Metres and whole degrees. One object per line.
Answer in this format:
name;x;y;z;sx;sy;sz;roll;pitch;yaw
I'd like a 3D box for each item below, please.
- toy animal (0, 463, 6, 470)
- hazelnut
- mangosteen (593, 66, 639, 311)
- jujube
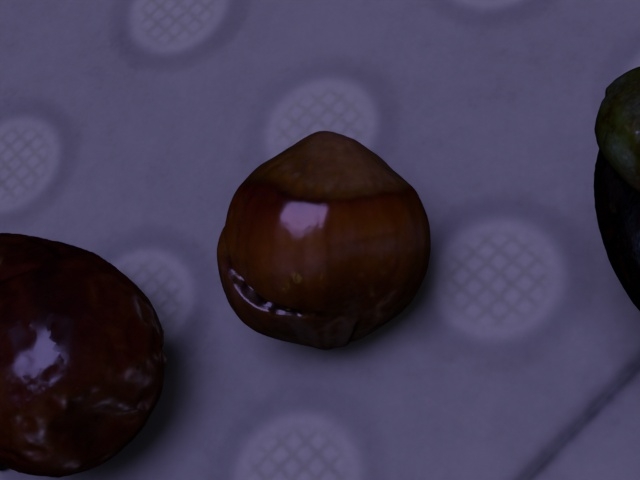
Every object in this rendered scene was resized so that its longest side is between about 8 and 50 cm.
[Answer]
toy animal;-0.350;0.268;1.059;0.146;0.114;0.245;-14;39;5
hazelnut;0.000;0.000;1.033;0.182;0.182;0.182;-8;62;16
mangosteen;0.342;-0.043;0.853;0.300;0.300;0.300;-8;62;16
jujube;-0.247;0.087;1.068;0.190;0.190;0.255;-49;52;-8
